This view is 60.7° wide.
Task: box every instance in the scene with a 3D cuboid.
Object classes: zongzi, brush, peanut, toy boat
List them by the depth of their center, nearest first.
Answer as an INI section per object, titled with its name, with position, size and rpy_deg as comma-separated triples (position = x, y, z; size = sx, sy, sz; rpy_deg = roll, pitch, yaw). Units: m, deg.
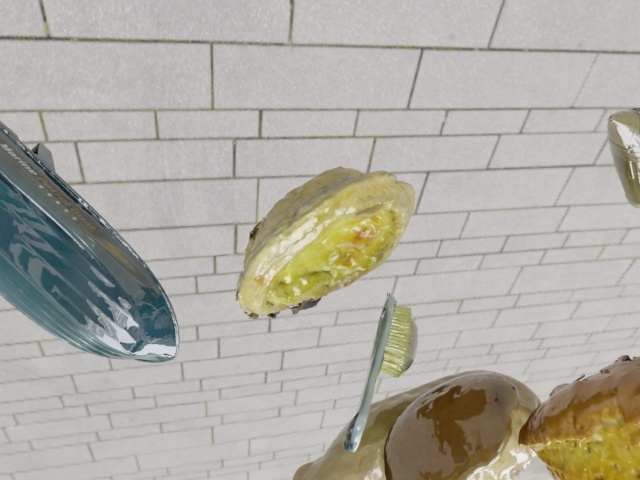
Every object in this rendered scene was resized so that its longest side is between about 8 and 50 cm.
[toy boat]
position = -0.202, 0.007, 0.422
size = 0.246, 0.103, 0.093
rpy_deg = 43, 109, -2
[brush]
position = 0.086, 0.157, 0.678
size = 0.060, 0.297, 0.068
rpy_deg = 19, 116, 7
[peanut]
position = 0.146, 0.314, 0.788
size = 0.387, 0.192, 0.169
rpy_deg = -18, 169, -7
[zongzi]
position = 0.481, -0.107, 0.837
size = 0.178, 0.081, 0.189
rpy_deg = -16, 102, -42

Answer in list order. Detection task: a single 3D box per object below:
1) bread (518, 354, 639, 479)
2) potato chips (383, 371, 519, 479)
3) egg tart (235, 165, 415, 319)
[bread]
position = 0.420, 0.203, 0.592
size = 0.336, 0.204, 0.358
rpy_deg = -5, 151, -41
[potato chips]
position = 0.140, 0.220, 0.635
size = 0.049, 0.150, 0.201
rpy_deg = 37, 134, -19
[egg tart]
position = 0.000, 0.000, 0.714
size = 0.278, 0.095, 0.279
rpy_deg = -28, 157, -13
